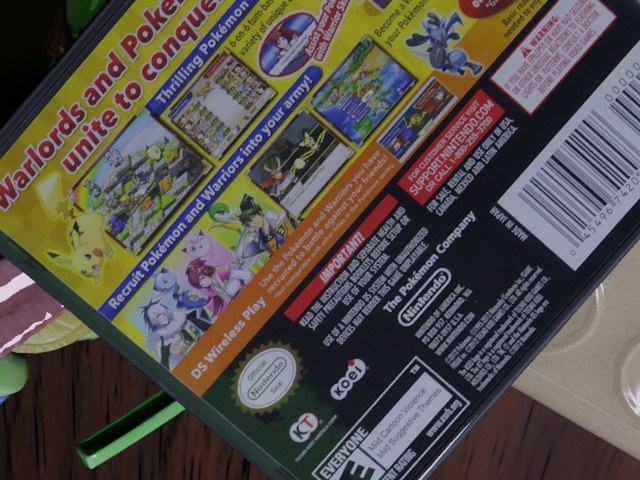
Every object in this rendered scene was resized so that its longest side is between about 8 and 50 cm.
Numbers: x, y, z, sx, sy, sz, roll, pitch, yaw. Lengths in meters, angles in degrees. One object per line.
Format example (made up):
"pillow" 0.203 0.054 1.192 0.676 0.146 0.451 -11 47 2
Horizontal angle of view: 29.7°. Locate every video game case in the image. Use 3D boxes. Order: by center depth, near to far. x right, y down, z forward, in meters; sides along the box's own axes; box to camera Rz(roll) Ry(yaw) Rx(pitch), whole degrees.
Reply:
"video game case" 0.014 -0.041 0.547 0.248 0.035 0.275 41 92 -5

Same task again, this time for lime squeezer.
"lime squeezer" 0.000 0.000 0.622 0.059 0.110 0.310 35 91 24

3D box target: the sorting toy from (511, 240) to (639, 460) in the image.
"sorting toy" 0.142 -0.006 0.672 0.307 0.041 0.229 30 126 3

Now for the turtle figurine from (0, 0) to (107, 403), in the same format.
"turtle figurine" -0.113 -0.039 0.681 0.198 0.275 0.266 41 108 30
